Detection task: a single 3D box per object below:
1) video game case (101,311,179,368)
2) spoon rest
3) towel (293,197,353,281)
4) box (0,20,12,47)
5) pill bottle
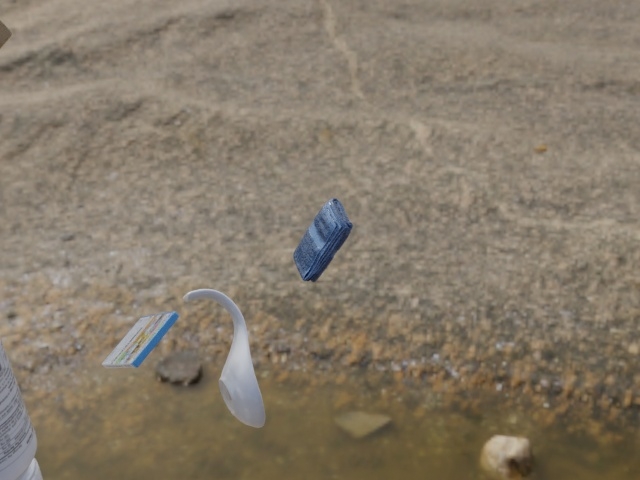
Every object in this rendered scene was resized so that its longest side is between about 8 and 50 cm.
[{"bbox_3d":[-0.324,0.180,1.589,0.119,0.015,0.166,-52,19,-27],"label":"video game case"},{"bbox_3d":[-0.159,0.211,1.618,0.084,0.276,0.137,-23,-3,-21],"label":"spoon rest"},{"bbox_3d":[0.000,0.000,1.273,0.029,0.119,0.067,7,41,-34],"label":"towel"},{"bbox_3d":[-0.521,-0.290,1.153,0.021,0.201,0.164,0,51,40],"label":"box"},{"bbox_3d":[-0.478,0.245,1.189,0.161,0.283,0.160,-8,26,4],"label":"pill bottle"}]
